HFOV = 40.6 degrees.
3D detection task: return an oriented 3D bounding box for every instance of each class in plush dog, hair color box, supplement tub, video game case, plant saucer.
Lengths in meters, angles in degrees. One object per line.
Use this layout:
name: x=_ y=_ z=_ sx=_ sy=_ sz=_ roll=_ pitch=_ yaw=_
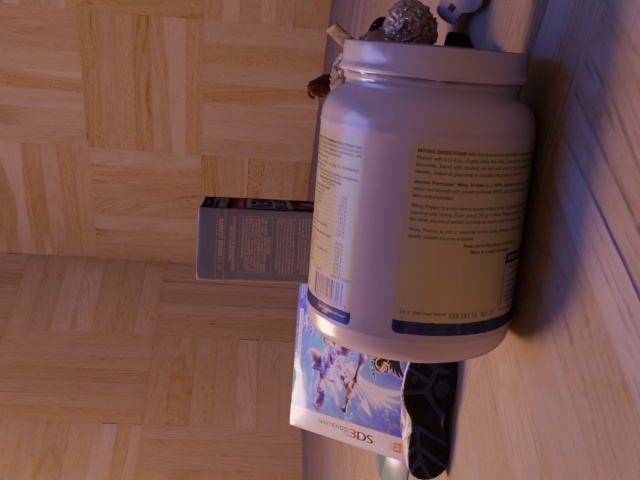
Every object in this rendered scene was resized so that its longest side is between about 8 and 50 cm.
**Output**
plush dog: x=0.081 y=-0.205 z=1.296 sx=0.225 sy=0.210 sz=0.262 roll=-89 pitch=-7 yaw=-57
hair color box: x=0.000 y=0.000 z=1.351 sx=0.185 sy=0.374 sz=0.114 roll=-121 pitch=34 yaw=-80
supplement tub: x=0.111 y=-0.052 z=0.964 sx=0.235 sy=0.235 sz=0.325 roll=-108 pitch=22 yaw=-75
video game case: x=0.066 y=0.195 z=1.403 sx=0.061 sy=0.244 sz=0.270 roll=-3 pitch=-81 yaw=-51
plant saucer: x=0.127 y=0.372 z=1.579 sx=0.195 sy=0.037 sz=0.195 roll=-177 pitch=90 yaw=-84

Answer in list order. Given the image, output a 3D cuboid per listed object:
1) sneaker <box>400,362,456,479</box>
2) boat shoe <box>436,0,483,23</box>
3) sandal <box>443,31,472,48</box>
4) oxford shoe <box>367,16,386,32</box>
sneaker: x=0.145 y=0.232 z=1.245 sx=0.081 sy=0.080 sz=0.211 roll=-123 pitch=38 yaw=-76
boat shoe: x=0.201 y=-0.343 z=1.210 sx=0.040 sy=0.049 sz=0.142 roll=-49 pitch=8 yaw=-7
sandal: x=0.189 y=-0.222 z=1.195 sx=0.254 sy=0.054 sz=0.097 roll=-99 pitch=13 yaw=-66
oxford shoe: x=0.123 y=-0.360 z=1.848 sx=0.096 sy=0.082 sz=0.227 roll=-95 pitch=10 yaw=-82
